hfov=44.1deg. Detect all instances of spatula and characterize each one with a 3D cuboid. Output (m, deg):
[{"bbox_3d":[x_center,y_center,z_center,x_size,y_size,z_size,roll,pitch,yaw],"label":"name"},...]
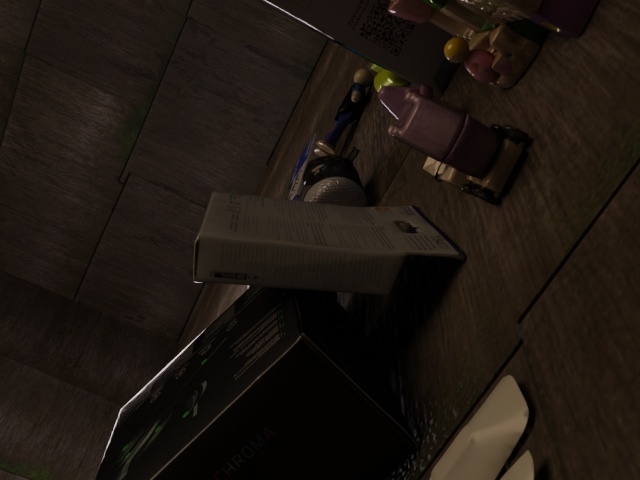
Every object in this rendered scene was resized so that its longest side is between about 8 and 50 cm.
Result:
[{"bbox_3d":[0.062,0.209,0.455,0.168,0.019,0.242,-97,32,-62],"label":"spatula"}]

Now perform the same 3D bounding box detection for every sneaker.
[{"bbox_3d":[-0.013,-0.020,1.170,0.268,0.101,0.153,-51,16,36],"label":"sneaker"}]

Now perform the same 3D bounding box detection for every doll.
[{"bbox_3d":[0.052,-0.247,1.504,0.189,0.046,0.129,-62,-1,-15],"label":"doll"}]

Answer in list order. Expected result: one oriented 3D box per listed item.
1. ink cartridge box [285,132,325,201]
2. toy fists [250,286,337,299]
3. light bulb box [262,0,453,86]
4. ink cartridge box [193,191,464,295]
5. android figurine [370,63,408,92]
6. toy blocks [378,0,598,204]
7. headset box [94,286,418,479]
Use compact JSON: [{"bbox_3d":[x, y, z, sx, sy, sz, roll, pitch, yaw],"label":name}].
[{"bbox_3d":[-0.031,-0.123,1.652,0.097,0.046,0.207,-55,14,43],"label":"ink cartridge box"},{"bbox_3d":[-0.058,0.122,0.905,0.279,0.096,0.142,-61,15,13],"label":"toy fists"},{"bbox_3d":[0.037,-0.431,0.938,0.358,0.361,0.225,-60,25,14],"label":"light bulb box"},{"bbox_3d":[0.000,0.000,0.748,0.223,0.224,0.045,-106,20,-77],"label":"ink cartridge box"},{"bbox_3d":[0.148,-0.347,1.208,0.248,0.056,0.273,-67,9,-8],"label":"android figurine"},{"bbox_3d":[0.079,-0.239,0.716,0.309,0.260,0.288,-64,10,6],"label":"toy blocks"},{"bbox_3d":[-0.066,0.165,0.688,0.246,0.131,0.283,-44,12,4],"label":"headset box"}]
